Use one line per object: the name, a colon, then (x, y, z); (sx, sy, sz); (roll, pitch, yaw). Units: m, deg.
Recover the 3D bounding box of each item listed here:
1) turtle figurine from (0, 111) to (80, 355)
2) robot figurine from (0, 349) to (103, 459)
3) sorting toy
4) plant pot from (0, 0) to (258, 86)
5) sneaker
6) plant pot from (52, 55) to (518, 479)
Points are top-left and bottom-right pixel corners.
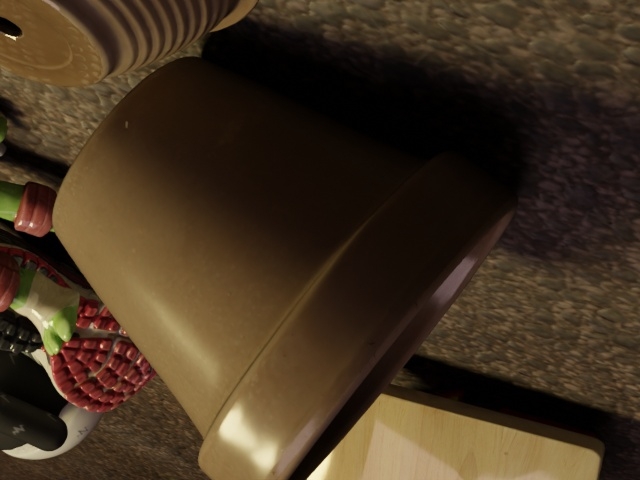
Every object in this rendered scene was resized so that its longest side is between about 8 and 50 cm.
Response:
turtle figurine: (-0.300, -0.007, 1.304); (0.266, 0.197, 0.275); (25, 163, -19)
robot figurine: (-0.339, 0.116, 1.687); (0.174, 0.209, 0.278); (-15, 142, 38)
sorting toy: (0.118, 0.252, 1.488); (0.255, 0.089, 0.257); (14, 114, 16)
plant pot: (-0.149, -0.160, 0.884); (0.237, 0.109, 0.237); (20, 159, 8)
sneaker: (-0.257, 0.065, 1.588); (0.112, 0.121, 0.299); (44, 180, 44)
plant pot: (-0.040, 0.008, 1.045); (0.229, 0.263, 0.263); (38, 162, 9)
